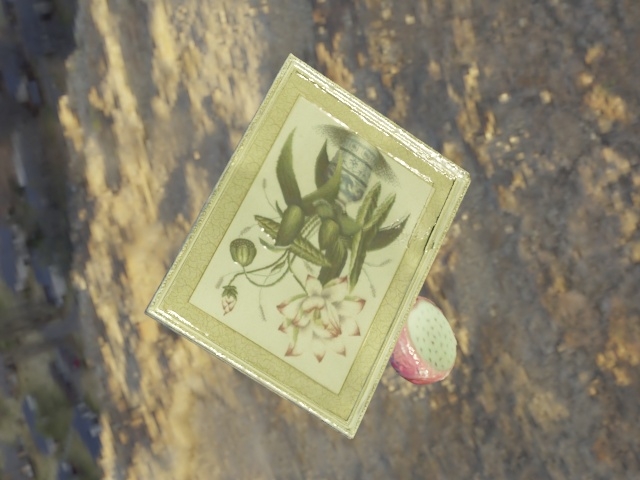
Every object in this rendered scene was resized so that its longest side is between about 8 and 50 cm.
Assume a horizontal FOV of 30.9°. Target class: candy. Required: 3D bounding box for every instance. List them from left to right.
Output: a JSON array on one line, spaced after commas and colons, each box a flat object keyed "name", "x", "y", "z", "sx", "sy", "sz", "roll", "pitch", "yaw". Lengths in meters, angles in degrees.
[{"name": "candy", "x": 0.113, "y": 0.114, "z": 1.327, "sx": 0.043, "sy": 0.103, "sz": 0.103, "roll": -28, "pitch": 81, "yaw": 38}]

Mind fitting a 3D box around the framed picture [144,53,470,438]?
[{"name": "framed picture", "x": 0.000, "y": 0.000, "z": 0.822, "sx": 0.173, "sy": 0.231, "sz": 0.010, "roll": 32, "pitch": 154, "yaw": -13}]
